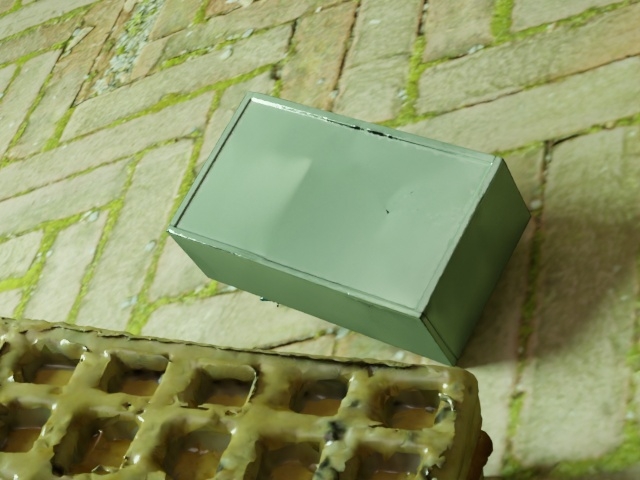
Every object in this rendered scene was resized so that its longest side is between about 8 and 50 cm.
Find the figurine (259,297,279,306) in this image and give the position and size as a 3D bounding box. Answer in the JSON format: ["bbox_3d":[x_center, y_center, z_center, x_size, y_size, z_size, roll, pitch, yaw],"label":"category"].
[{"bbox_3d":[0.000,0.000,1.102,0.140,0.068,0.075,-22,32,25],"label":"figurine"}]

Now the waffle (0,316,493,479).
[{"bbox_3d":[-0.101,0.172,0.812,0.376,0.114,0.261,4,41,15],"label":"waffle"}]

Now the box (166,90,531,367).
[{"bbox_3d":[0.019,-0.012,1.006,0.225,0.086,0.129,19,70,32],"label":"box"}]
